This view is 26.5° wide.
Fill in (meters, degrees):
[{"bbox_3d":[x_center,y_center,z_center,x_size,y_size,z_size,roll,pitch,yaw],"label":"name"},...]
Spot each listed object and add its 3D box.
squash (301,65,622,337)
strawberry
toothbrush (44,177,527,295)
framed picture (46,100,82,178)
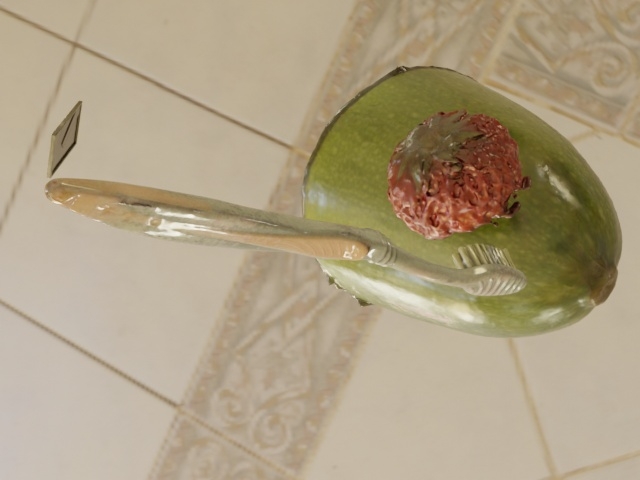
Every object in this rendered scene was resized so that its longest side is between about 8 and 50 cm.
[{"bbox_3d":[0.182,-0.019,1.527,0.309,0.310,0.310,30,100,53],"label":"squash"},{"bbox_3d":[0.129,-0.070,1.339,0.145,0.086,0.145,-21,34,15],"label":"strawberry"},{"bbox_3d":[0.000,0.000,0.804,0.028,0.375,0.037,-44,54,33],"label":"toothbrush"},{"bbox_3d":[-0.312,-0.124,1.658,0.006,0.089,0.066,17,126,3],"label":"framed picture"}]
